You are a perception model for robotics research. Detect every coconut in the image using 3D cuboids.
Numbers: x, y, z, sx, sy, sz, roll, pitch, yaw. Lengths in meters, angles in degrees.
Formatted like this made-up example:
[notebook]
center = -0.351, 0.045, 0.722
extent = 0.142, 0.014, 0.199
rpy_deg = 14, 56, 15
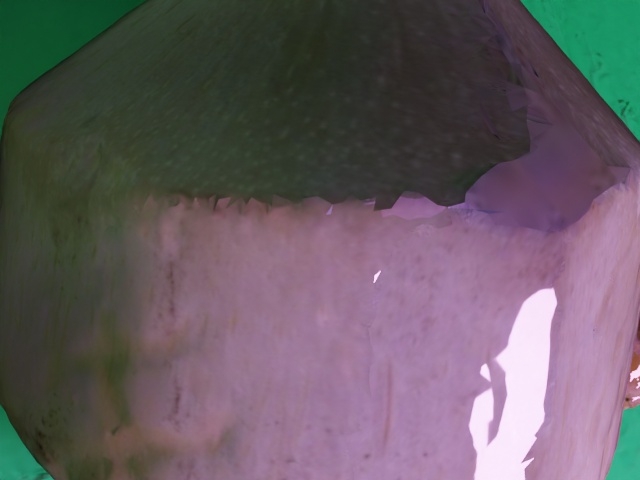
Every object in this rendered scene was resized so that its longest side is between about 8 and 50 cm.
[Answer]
[coconut]
center = 0.000, 0.000, 0.472
extent = 0.353, 0.352, 0.352
rpy_deg = 8, 67, -19

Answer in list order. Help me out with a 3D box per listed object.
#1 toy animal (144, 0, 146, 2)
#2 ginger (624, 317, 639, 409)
[toy animal]
center = -0.049, -0.271, 0.666
extent = 0.170, 0.090, 0.255
rpy_deg = -1, 78, -38
[ginger]
center = 0.255, 0.062, 0.681
extent = 0.190, 0.069, 0.095
rpy_deg = -27, 103, -29
